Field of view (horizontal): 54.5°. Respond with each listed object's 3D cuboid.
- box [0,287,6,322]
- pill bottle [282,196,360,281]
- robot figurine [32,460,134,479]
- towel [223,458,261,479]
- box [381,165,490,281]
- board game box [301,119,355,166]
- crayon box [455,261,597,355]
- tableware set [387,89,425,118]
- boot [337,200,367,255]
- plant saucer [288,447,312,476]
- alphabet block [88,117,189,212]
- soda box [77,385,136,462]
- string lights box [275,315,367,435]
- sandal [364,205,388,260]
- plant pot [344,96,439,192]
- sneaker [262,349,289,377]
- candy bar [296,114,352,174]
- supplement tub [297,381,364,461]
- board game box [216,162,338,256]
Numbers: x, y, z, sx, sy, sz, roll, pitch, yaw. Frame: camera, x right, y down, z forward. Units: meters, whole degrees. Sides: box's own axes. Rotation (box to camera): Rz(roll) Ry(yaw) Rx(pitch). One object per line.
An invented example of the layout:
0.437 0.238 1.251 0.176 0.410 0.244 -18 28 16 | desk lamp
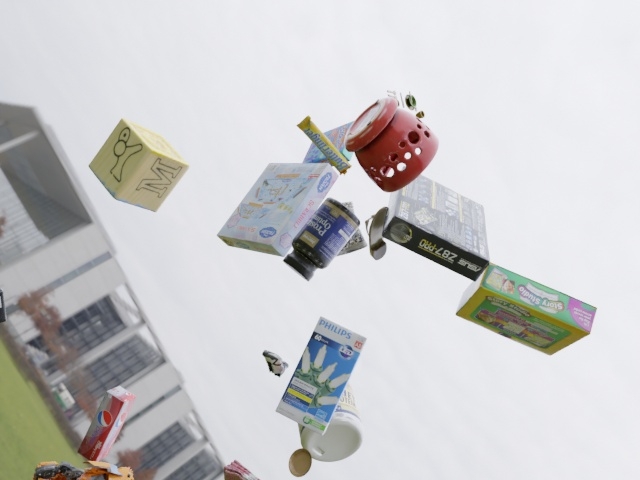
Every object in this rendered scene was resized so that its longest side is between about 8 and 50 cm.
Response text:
-0.905 0.148 1.447 0.184 0.261 0.103 36 -51 33 | box
0.000 0.000 1.703 0.123 0.219 0.123 38 -7 6 | pill bottle
-0.699 0.706 1.769 0.211 0.291 0.085 -61 -149 16 | robot figurine
-0.088 0.609 1.208 0.329 0.037 0.237 20 -68 42 | towel
0.370 -0.065 1.970 0.318 0.395 0.097 27 -60 -5 | box
0.038 -0.323 2.164 0.210 0.160 0.047 -13 -45 43 | board game box
0.670 0.236 2.071 0.363 0.106 0.313 23 -24 6 | crayon box
0.239 -0.361 1.707 0.024 0.154 0.104 -15 -98 38 | tableware set
0.044 -0.033 2.151 0.085 0.236 0.178 -17 -92 57 | boot
-0.057 0.661 1.846 0.083 0.083 0.015 29 -9 44 | plant saucer
-0.574 -0.236 1.970 0.192 0.197 0.193 45 12 27 | alphabet block
-0.777 0.669 2.259 0.083 0.263 0.092 28 7 11 | soda box
0.006 0.335 1.558 0.133 0.259 0.077 24 -7 10 | string lights box
0.177 -0.038 2.091 0.079 0.088 0.240 44 -28 36 | sandal
0.165 -0.241 1.526 0.174 0.191 0.191 41 -21 -18 | plant pot
-0.116 0.311 1.562 0.040 0.043 0.109 17 -24 38 | sneaker
0.011 -0.217 1.431 0.040 0.018 0.161 -40 -87 27 | candy bar
0.021 0.620 2.278 0.316 0.228 0.228 -108 -177 -58 | supplement tub
-0.139 -0.107 1.948 0.319 0.318 0.066 10 -30 51 | board game box
